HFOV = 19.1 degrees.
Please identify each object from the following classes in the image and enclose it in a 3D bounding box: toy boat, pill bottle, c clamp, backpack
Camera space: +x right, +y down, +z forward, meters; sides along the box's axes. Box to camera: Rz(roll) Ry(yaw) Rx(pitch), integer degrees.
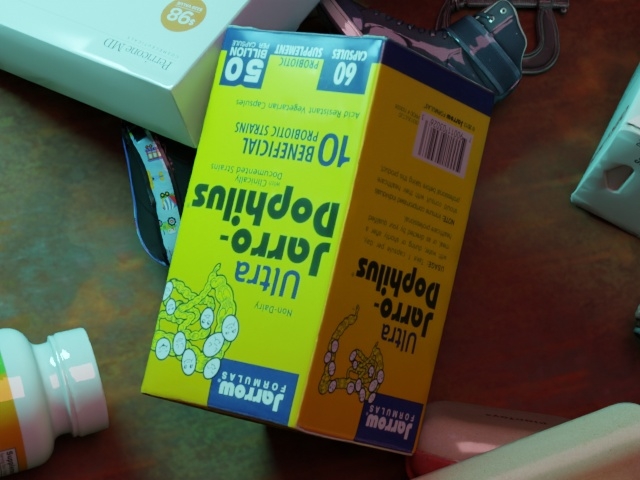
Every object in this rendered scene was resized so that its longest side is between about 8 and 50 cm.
[{"bbox_3d":[0.187,0.246,1.832,0.231,0.151,0.151,9,97,-3],"label":"toy boat"},{"bbox_3d":[-0.330,0.159,1.786,0.246,0.136,0.136,-14,70,-13],"label":"pill bottle"},{"bbox_3d":[0.199,-0.243,2.087,0.161,0.022,0.137,-5,75,-9],"label":"c clamp"},{"bbox_3d":[-0.112,-0.060,1.911,0.158,0.117,0.173,-5,97,13],"label":"backpack"}]

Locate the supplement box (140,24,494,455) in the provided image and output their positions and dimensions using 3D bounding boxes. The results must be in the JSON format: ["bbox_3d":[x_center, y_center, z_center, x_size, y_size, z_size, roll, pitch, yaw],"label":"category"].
[{"bbox_3d":[0.000,0.000,1.772,0.194,0.195,0.356,8,83,38],"label":"supplement box"}]

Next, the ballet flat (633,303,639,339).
[{"bbox_3d":[0.463,0.140,1.904,0.316,0.107,0.106,38,86,8],"label":"ballet flat"}]

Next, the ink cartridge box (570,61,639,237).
[{"bbox_3d":[0.390,-0.162,1.974,0.122,0.211,0.289,28,68,3],"label":"ink cartridge box"}]

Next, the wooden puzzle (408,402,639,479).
[{"bbox_3d":[0.206,0.359,1.719,0.322,0.080,0.347,-19,99,-9],"label":"wooden puzzle"}]

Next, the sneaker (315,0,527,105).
[{"bbox_3d":[0.114,-0.222,2.013,0.163,0.086,0.226,-44,88,-3],"label":"sneaker"}]

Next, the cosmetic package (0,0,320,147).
[{"bbox_3d":[-0.196,-0.274,1.925,0.377,0.097,0.284,22,63,30],"label":"cosmetic package"}]
